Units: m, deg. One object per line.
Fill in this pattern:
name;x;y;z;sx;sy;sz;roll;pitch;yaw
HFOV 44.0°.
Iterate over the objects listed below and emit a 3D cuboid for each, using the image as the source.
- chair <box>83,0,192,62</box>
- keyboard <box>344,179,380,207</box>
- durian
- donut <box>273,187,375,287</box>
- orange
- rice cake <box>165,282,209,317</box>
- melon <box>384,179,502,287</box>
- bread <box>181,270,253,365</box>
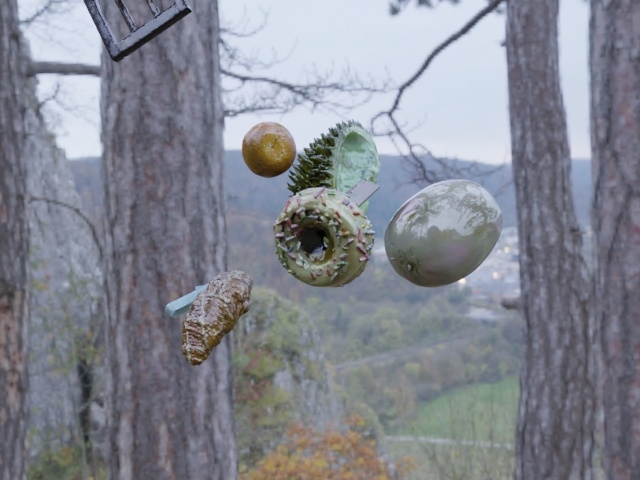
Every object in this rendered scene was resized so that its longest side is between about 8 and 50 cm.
chair;-0.431;-0.564;1.406;0.203;0.416;0.240;-32;-22;10
keyboard;0.078;-0.096;1.809;0.055;0.017;0.166;20;35;21
durian;0.030;-0.146;1.997;0.163;0.394;0.198;-21;-46;41
donut;0.000;0.000;1.270;0.174;0.175;0.068;-2;18;26
orange;-0.076;-0.134;1.171;0.083;0.083;0.070;-6;9;-17
rice cake;-0.308;0.140;1.952;0.042;0.030;0.180;33;39;26
melon;0.280;-0.018;1.805;0.223;0.223;0.317;1;28;47
bread;-0.181;0.117;1.375;0.105;0.076;0.233;-20;28;35
